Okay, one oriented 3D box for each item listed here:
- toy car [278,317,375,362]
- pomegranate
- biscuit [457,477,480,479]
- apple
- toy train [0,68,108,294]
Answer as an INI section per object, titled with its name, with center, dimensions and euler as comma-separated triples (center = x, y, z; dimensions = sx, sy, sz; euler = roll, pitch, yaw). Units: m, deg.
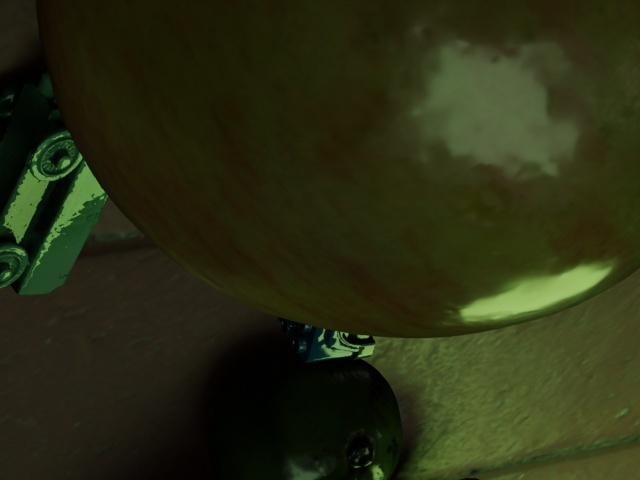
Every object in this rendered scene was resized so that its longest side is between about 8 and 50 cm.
[toy car]
center = 0.000, 0.000, 1.280
dimensions = 0.100, 0.097, 0.191
euler = -7, 133, -26
[pomegranate]
center = -0.023, 0.172, 1.412
dimensions = 0.152, 0.131, 0.191
euler = -2, 138, -38
[biscuit]
center = -0.022, 0.302, 1.466
dimensions = 0.368, 0.076, 0.394
euler = -43, 165, 22
[apple]
center = 0.045, -0.143, 0.968
dimensions = 0.391, 0.391, 0.346
euler = -37, 121, 5
[toy train]
center = -0.177, -0.035, 1.158
dimensions = 0.099, 0.070, 0.172
euler = -2, 132, -45
